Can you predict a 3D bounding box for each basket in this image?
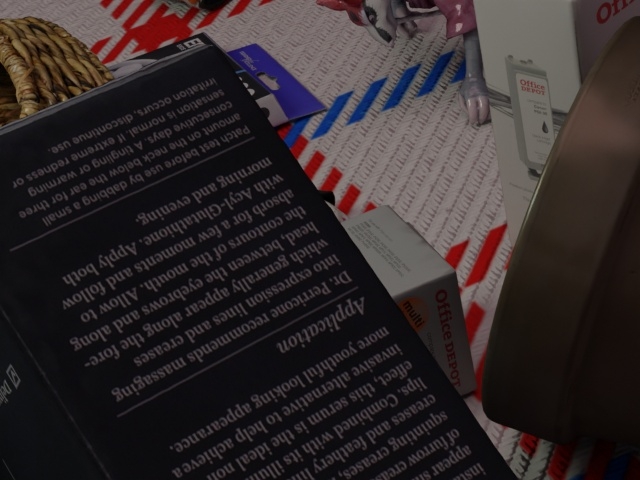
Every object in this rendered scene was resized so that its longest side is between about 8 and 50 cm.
[{"bbox_3d":[-0.343,-0.100,1.704,0.223,0.213,0.299,-11,27,-36],"label":"basket"}]

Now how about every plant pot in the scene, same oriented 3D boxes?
[{"bbox_3d":[0.307,0.030,1.289,0.280,0.323,0.323,20,43,17],"label":"plant pot"}]

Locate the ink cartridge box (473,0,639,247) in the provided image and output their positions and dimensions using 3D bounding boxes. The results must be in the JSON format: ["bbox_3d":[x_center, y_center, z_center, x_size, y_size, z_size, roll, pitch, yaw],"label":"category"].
[{"bbox_3d":[0.253,-0.143,1.549,0.117,0.283,0.207,21,45,40],"label":"ink cartridge box"}]

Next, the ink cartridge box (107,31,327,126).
[{"bbox_3d":[-0.128,-0.161,1.926,0.208,0.045,0.206,-22,34,-16],"label":"ink cartridge box"}]

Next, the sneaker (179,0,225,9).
[{"bbox_3d":[-0.121,-0.379,2.207,0.121,0.099,0.262,12,39,39],"label":"sneaker"}]

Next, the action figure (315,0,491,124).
[{"bbox_3d":[0.167,-0.300,1.850,0.370,0.275,0.248,-16,37,-31],"label":"action figure"}]

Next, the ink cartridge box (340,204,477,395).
[{"bbox_3d":[0.018,0.076,1.441,0.176,0.128,0.127,-23,35,-15],"label":"ink cartridge box"}]

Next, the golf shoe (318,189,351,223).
[{"bbox_3d":[0.000,0.000,1.618,0.086,0.067,0.186,-17,33,-9],"label":"golf shoe"}]

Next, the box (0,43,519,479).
[{"bbox_3d":[-0.078,0.141,1.051,0.212,0.293,0.395,-27,76,-31],"label":"box"}]
